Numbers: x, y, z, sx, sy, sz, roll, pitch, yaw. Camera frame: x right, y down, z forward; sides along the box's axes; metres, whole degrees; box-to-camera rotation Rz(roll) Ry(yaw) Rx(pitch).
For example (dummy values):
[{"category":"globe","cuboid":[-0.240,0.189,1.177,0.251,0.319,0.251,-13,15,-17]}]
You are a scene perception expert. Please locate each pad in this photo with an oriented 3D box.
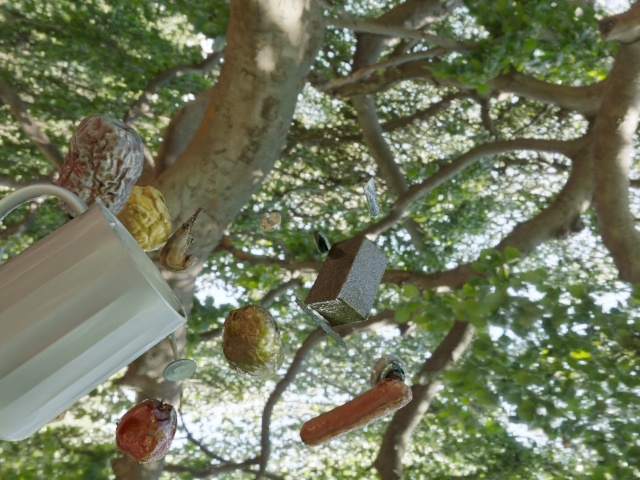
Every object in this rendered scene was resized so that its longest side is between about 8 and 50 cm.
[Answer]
[{"category":"pad","cuboid":[-0.018,0.307,2.018,0.055,0.250,0.323,-48,-178,-18]}]

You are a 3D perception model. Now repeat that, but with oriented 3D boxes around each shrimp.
[{"category":"shrimp","cuboid":[-0.470,0.004,1.961,0.262,0.117,0.066,-57,-167,-26]}]

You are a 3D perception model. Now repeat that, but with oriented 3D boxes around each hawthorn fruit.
[{"category":"hawthorn fruit","cuboid":[-0.532,0.578,1.715,0.202,0.185,0.185,-57,-148,9]}]

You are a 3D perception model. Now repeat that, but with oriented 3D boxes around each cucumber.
[{"category":"cucumber","cuboid":[0.000,0.000,1.968,0.105,0.048,0.048,65,-3,-39]}]

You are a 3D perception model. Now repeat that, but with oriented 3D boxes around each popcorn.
[{"category":"popcorn","cuboid":[-0.635,-0.084,1.939,0.250,0.190,0.250,6,-74,23]}]

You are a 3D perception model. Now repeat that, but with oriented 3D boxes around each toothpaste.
[{"category":"toothpaste","cuboid":[0.182,-0.140,1.948,0.035,0.197,0.057,26,-116,30]}]

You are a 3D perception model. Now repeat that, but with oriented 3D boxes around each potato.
[{"category":"potato","cuboid":[-0.188,0.281,1.517,0.192,0.141,0.296,31,-41,17]}]

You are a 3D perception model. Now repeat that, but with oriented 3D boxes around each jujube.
[{"category":"jujube","cuboid":[-0.631,-0.202,1.582,0.317,0.226,0.226,-57,-145,21]}]

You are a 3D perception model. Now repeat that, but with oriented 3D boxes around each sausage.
[{"category":"sausage","cuboid":[0.099,0.516,1.646,0.419,0.094,0.094,-37,-113,30]}]

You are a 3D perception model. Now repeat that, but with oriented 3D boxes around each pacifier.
[{"category":"pacifier","cuboid":[-0.177,-0.070,1.910,0.083,0.064,0.068,-40,-132,-4]}]

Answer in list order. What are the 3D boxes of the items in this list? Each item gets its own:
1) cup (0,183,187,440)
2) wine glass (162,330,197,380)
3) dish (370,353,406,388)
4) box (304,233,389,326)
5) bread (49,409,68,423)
[{"category":"cup","cuboid":[-0.430,0.093,0.845,0.322,0.327,0.237,55,-10,-1]},{"category":"wine glass","cuboid":[-0.387,0.236,1.689,0.309,0.264,0.096,59,-5,42]},{"category":"dish","cuboid":[0.237,0.443,1.768,0.078,0.141,0.141,12,-88,57]},{"category":"box","cuboid":[0.093,0.134,1.853,0.184,0.143,0.273,-19,-143,49]},{"category":"bread","cuboid":[-0.794,0.442,1.536,0.199,0.199,0.104,16,-81,62]}]
